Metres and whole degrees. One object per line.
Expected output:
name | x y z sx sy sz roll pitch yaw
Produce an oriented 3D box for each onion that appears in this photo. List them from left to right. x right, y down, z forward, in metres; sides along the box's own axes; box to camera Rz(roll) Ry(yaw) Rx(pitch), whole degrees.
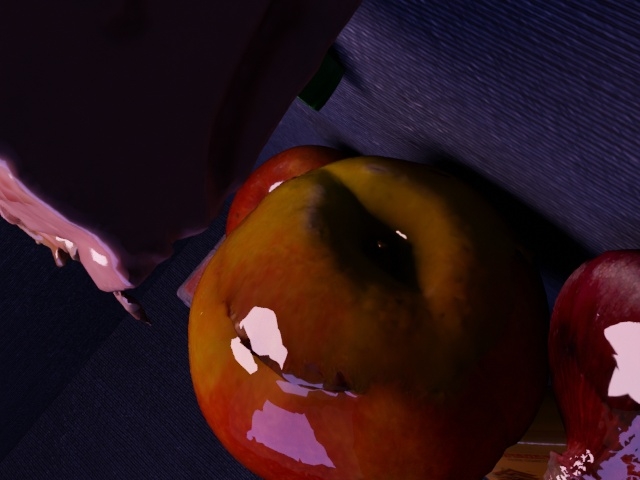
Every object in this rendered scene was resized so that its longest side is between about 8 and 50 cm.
onion | 0.257 0.139 0.715 0.272 0.195 0.272 48 171 10

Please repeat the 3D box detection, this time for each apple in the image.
apple | 0.000 0.000 1.229 0.230 0.230 0.230 40 175 4

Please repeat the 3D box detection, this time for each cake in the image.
cake | -0.163 -0.174 0.543 0.314 0.293 0.307 38 171 -23

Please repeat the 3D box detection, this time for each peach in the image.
peach | 0.050 0.100 0.958 0.370 0.370 0.370 40 175 4

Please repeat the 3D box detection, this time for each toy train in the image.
toy train | -0.065 -0.191 0.906 0.178 0.071 0.104 36 -175 25

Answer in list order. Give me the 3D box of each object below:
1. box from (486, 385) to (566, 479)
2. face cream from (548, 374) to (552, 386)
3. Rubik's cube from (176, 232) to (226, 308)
box | 0.290 0.264 1.205 0.174 0.076 0.274 -7 145 33
face cream | 0.367 0.239 1.307 0.102 0.102 0.345 35 172 45
Rubik's cube | -0.003 0.102 1.677 0.305 0.304 0.301 39 175 25
